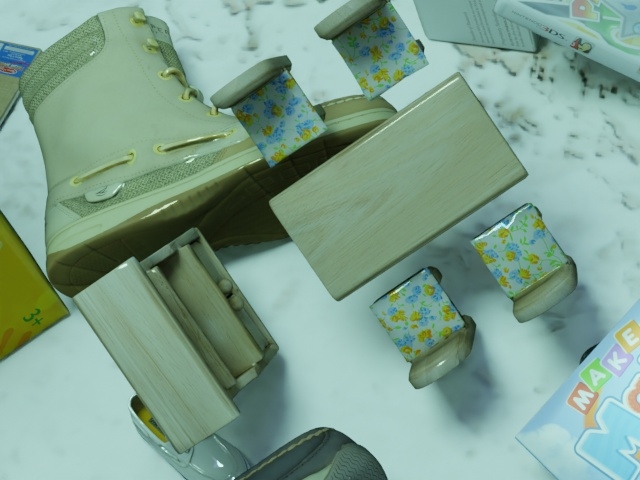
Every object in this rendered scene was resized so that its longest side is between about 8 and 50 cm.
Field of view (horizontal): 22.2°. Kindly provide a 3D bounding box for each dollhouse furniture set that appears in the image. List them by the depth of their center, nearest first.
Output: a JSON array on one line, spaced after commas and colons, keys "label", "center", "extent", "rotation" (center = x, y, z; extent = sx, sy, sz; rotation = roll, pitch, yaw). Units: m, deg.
[{"label": "dollhouse furniture set", "center": [0.000, 0.000, 0.957], "extent": [0.242, 0.161, 0.212], "rotation": [-34, 93, 11]}]

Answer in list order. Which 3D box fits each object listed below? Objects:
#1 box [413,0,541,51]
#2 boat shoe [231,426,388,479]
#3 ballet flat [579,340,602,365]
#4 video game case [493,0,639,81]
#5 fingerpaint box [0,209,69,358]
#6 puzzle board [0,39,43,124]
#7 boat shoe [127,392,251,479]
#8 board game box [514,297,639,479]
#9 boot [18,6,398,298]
[{"label": "box", "center": [0.118, -0.205, 1.147], "extent": [0.087, 0.102, 0.101], "rotation": [10, 63, 25]}, {"label": "boat shoe", "center": [-0.124, 0.213, 0.930], "extent": [0.355, 0.132, 0.130], "rotation": [-37, 53, -9]}, {"label": "ballet flat", "center": [0.236, 0.092, 0.961], "extent": [0.173, 0.049, 0.057], "rotation": [10, 89, 28]}, {"label": "video game case", "center": [0.246, -0.200, 1.094], "extent": [0.206, 0.026, 0.227], "rotation": [25, 65, -2]}, {"label": "fingerpaint box", "center": [-0.410, -0.003, 0.965], "extent": [0.371, 0.445, 0.163], "rotation": [-35, 56, -8]}, {"label": "puzzle board", "center": [-0.290, -0.121, 1.272], "extent": [0.128, 0.011, 0.096], "rotation": [14, 62, 24]}, {"label": "boat shoe", "center": [-0.085, 0.127, 1.032], "extent": [0.100, 0.035, 0.035], "rotation": [34, 72, 32]}, {"label": "board game box", "center": [0.235, 0.123, 0.899], "extent": [0.160, 0.039, 0.211], "rotation": [-49, 59, 6]}, {"label": "boot", "center": [-0.082, -0.088, 1.139], "extent": [0.262, 0.095, 0.203], "rotation": [-23, 53, 7]}]
